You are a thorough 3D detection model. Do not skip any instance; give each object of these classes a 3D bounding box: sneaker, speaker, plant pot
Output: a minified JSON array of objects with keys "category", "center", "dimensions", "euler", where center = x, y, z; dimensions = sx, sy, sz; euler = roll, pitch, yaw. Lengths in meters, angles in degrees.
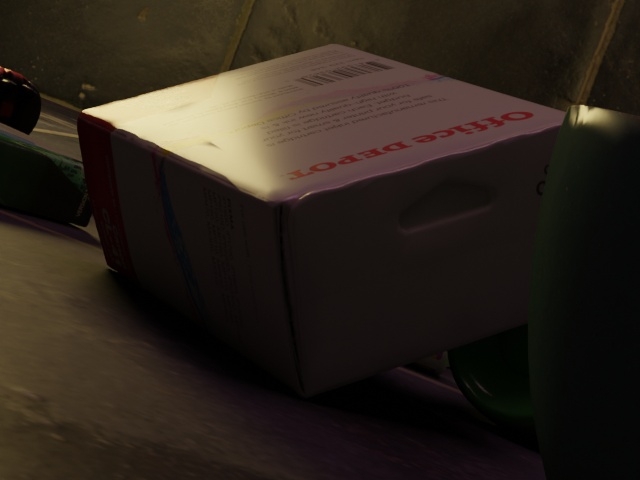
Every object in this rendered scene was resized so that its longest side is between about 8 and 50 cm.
[{"category":"sneaker","center":[-0.455,-0.187,1.741],"dimensions":[0.135,0.097,0.276],"euler":[25,3,43]},{"category":"speaker","center":[0.202,0.087,1.155],"dimensions":[0.131,0.131,0.296],"euler":[23,4,29]},{"category":"plant pot","center":[0.208,0.083,0.665],"dimensions":[0.290,0.195,0.290],"euler":[21,4,-2]}]

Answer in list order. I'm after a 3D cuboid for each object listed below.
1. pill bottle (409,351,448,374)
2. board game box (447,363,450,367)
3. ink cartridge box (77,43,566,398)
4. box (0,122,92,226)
[{"category":"pill bottle","center":[0.065,0.073,1.220],"dimensions":[0.083,0.043,0.043],"euler":[21,4,0]},{"category":"board game box","center":[0.040,0.065,1.335],"dimensions":[0.103,0.026,0.154],"euler":[18,4,-39]},{"category":"ink cartridge box","center":[0.001,-0.029,1.024],"dimensions":[0.226,0.131,0.306],"euler":[-17,24,-25]},{"category":"box","center":[-0.366,-0.100,1.255],"dimensions":[0.232,0.058,0.322],"euler":[24,5,41]}]
